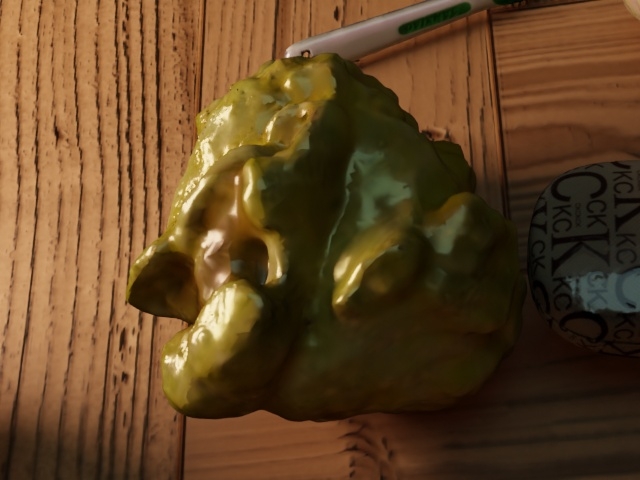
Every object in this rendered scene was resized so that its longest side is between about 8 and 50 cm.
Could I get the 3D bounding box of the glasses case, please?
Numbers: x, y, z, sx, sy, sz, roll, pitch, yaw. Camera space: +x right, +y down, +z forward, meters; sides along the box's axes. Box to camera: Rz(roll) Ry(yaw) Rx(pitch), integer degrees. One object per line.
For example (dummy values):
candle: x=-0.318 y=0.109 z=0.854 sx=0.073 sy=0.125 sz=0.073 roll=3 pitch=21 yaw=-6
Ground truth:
glasses case: x=0.316 y=0.016 z=0.851 sx=0.354 sy=0.085 sz=0.137 roll=2 pitch=55 yaw=4

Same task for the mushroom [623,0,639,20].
mushroom: x=0.300 y=-0.193 z=0.975 sx=0.148 sy=0.112 sz=0.148 roll=-8 pitch=14 yaw=2

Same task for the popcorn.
popcorn: x=0.000 y=0.000 z=0.879 sx=0.241 sy=0.235 sz=0.250 roll=14 pitch=41 yaw=-28

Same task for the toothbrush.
toothbrush: x=0.165 y=-0.220 z=1.064 sx=0.418 sy=0.042 sz=0.040 roll=-20 pitch=39 yaw=1
